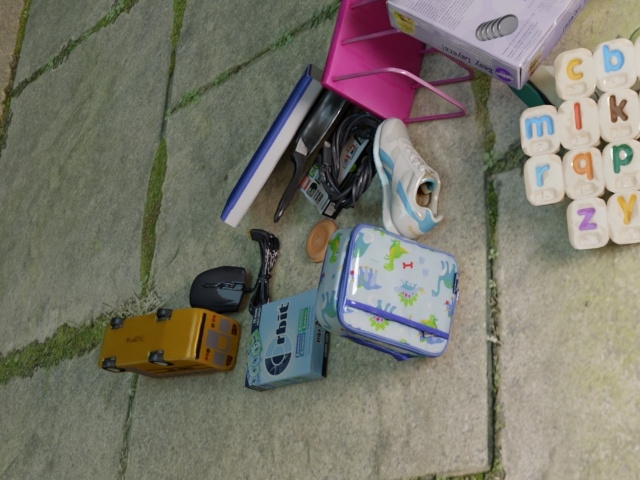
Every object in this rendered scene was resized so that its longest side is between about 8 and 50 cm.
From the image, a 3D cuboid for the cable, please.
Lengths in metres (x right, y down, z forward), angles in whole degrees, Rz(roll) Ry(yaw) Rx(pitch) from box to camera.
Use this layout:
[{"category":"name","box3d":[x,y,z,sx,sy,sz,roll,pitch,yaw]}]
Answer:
[{"category":"cable","box3d":[0.059,-0.137,1.879,0.150,0.047,0.184,-34,44,30]}]

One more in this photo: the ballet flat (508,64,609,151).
[{"category":"ballet flat","box3d":[0.361,-0.209,1.579,0.086,0.086,0.248,-54,40,18]}]

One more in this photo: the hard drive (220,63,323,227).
[{"category":"hard drive","box3d":[-0.090,-0.189,2.078,0.319,0.040,0.210,-57,8,13]}]

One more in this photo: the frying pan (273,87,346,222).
[{"category":"frying pan","box3d":[-0.024,-0.183,1.983,0.326,0.053,0.197,-57,8,-2]}]

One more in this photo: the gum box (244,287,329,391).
[{"category":"gum box","box3d":[-0.058,0.180,1.916,0.184,0.041,0.157,-19,57,46]}]

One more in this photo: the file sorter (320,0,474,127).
[{"category":"file sorter","box3d":[0.162,-0.364,1.799,0.182,0.202,0.291,0,71,48]}]

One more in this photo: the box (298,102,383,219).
[{"category":"box","box3d":[0.045,-0.153,1.967,0.207,0.036,0.114,-57,37,14]}]

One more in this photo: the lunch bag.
[{"category":"lunch bag","box3d":[0.105,0.083,1.614,0.090,0.219,0.176,-11,62,56]}]

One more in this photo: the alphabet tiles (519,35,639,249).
[{"category":"alphabet tiles","box3d":[0.406,-0.132,1.433,0.284,0.021,0.278,-9,82,33]}]

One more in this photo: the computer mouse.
[{"category":"computer mouse","box3d":[-0.184,0.061,2.122,0.262,0.060,0.184,-2,71,51]}]

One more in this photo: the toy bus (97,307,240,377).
[{"category":"toy bus","box3d":[-0.314,0.210,2.147,0.332,0.130,0.108,-14,62,48]}]

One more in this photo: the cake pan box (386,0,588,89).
[{"category":"cake pan box","box3d":[0.273,-0.388,1.624,0.245,0.070,0.267,31,74,21]}]

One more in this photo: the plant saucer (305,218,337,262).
[{"category":"plant saucer","box3d":[0.000,0.000,1.962,0.083,0.013,0.083,-28,51,40]}]

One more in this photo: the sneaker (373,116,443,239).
[{"category":"sneaker","box3d":[0.150,-0.109,1.782,0.092,0.087,0.229,-26,59,33]}]
